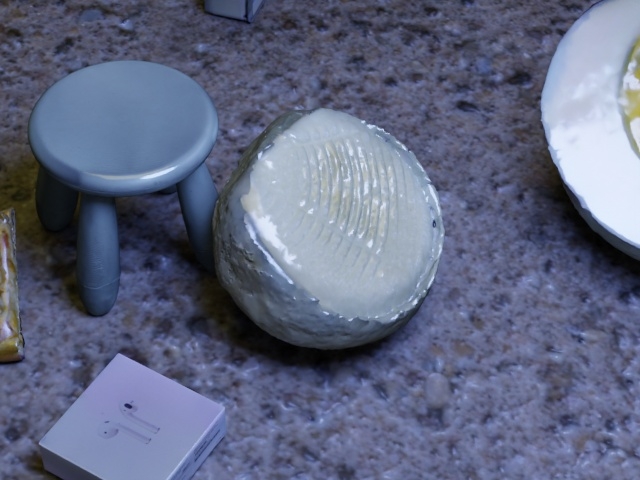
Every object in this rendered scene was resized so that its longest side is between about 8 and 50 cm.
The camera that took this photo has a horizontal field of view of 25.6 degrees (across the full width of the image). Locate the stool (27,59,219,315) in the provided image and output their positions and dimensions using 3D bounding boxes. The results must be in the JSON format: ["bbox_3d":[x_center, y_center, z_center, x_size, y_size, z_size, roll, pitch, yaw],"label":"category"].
[{"bbox_3d":[-0.209,-0.062,1.512,0.195,0.199,0.195,-18,51,-21],"label":"stool"}]

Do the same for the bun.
[{"bbox_3d":[0.000,0.000,1.479,0.259,0.152,0.259,13,63,-27],"label":"bun"}]

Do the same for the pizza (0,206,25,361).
[{"bbox_3d":[-0.360,0.042,1.480,0.184,0.036,0.176,35,75,11],"label":"pizza"}]

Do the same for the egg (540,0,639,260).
[{"bbox_3d":[0.404,-0.105,1.571,0.337,0.201,0.337,-2,73,6],"label":"egg"}]

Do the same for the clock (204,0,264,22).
[{"bbox_3d":[-0.098,-0.403,1.836,0.071,0.192,0.147,15,48,11],"label":"clock"}]

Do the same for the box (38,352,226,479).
[{"bbox_3d":[-0.181,0.193,1.371,0.129,0.051,0.130,24,50,19],"label":"box"}]
